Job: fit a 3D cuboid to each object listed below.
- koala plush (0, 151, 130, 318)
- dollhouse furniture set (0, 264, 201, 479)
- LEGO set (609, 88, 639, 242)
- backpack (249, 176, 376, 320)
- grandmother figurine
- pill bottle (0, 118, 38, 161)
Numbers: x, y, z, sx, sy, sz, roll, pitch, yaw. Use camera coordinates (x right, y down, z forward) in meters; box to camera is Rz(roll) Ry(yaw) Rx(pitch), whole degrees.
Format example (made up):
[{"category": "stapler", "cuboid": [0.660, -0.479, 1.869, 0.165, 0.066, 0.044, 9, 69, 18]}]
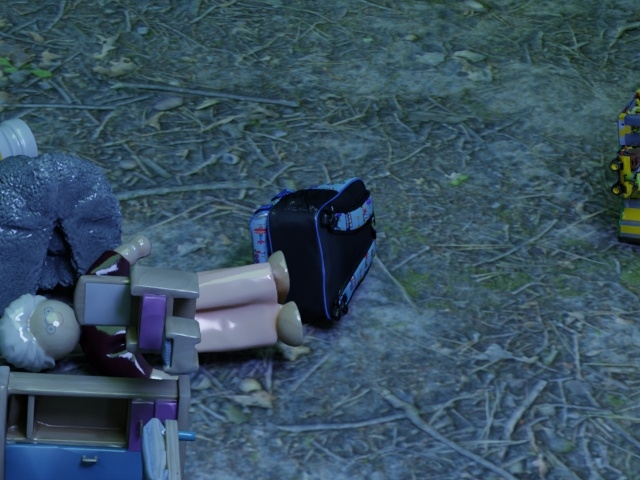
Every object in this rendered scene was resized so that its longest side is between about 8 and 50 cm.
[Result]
[{"category": "koala plush", "cuboid": [-0.352, -0.039, 2.111, 0.196, 0.203, 0.221, -9, 26, -25]}, {"category": "dollhouse furniture set", "cuboid": [-0.221, 0.214, 1.668, 0.198, 0.286, 0.303, 3, 23, -8]}, {"category": "LEGO set", "cuboid": [0.538, -0.133, 2.366, 0.192, 0.255, 0.331, 6, 23, 27]}, {"category": "backpack", "cuboid": [0.000, 0.000, 2.143, 0.117, 0.158, 0.173, 3, 24, 23]}, {"category": "grandmother figurine", "cuboid": [-0.204, 0.085, 1.999, 0.342, 0.104, 0.208, -9, 53, -14]}, {"category": "pill bottle", "cuboid": [-0.462, -0.099, 2.228, 0.184, 0.103, 0.103, -21, 44, -35]}]
